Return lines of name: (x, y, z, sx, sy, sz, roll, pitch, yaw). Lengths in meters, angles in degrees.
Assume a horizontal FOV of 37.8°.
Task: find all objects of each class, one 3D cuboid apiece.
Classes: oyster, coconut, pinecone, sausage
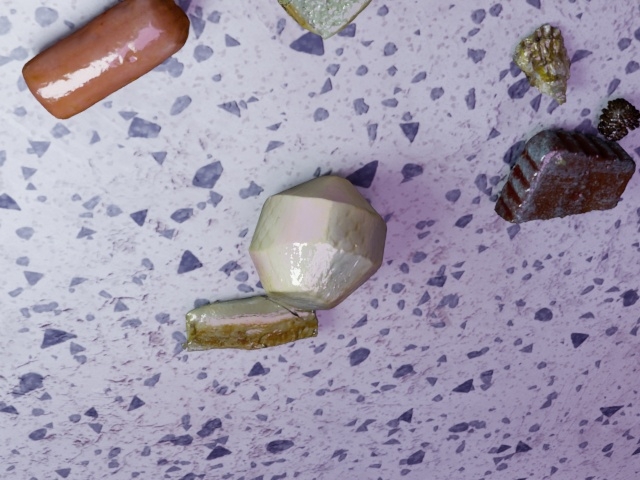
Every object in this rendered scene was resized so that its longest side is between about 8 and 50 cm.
oyster: (0.400, -0.320, 1.685, 0.122, 0.045, 0.146, 6, 129, -4)
coconut: (0.000, 0.000, 1.717, 0.259, 0.259, 0.259, -9, 132, -10)
pinecone: (0.570, -0.230, 1.792, 0.077, 0.077, 0.083, -6, 155, -13)
sausage: (-0.320, -0.288, 1.430, 0.259, 0.113, 0.113, -28, 132, 9)

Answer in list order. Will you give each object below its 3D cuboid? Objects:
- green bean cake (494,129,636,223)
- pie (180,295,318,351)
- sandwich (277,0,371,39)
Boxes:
green bean cake: (0.484, -0.117, 1.843, 0.233, 0.097, 0.198, 3, 128, -20)
pie: (-0.147, 0.171, 1.912, 0.283, 0.068, 0.128, -7, 130, -11)
sandwich: (-0.001, -0.458, 1.394, 0.249, 0.095, 0.273, -37, 132, 20)
